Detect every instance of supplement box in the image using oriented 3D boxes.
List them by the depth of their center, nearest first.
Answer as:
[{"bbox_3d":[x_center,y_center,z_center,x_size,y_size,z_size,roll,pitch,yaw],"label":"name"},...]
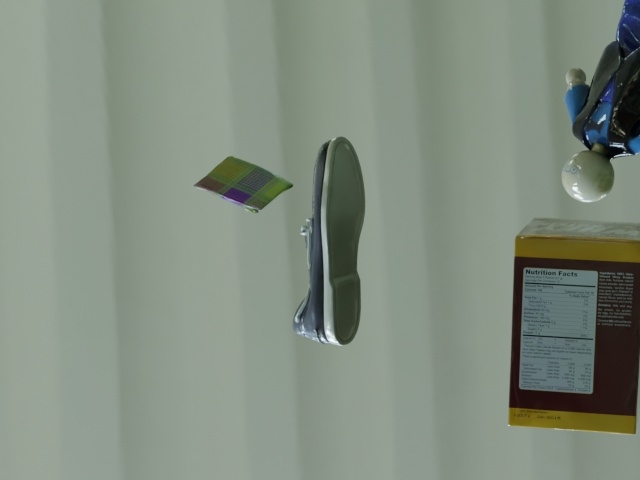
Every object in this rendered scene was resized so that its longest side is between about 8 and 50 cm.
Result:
[{"bbox_3d":[0.271,0.083,1.913,0.191,0.129,0.194,-28,-60,-76],"label":"supplement box"}]

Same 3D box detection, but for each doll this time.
[{"bbox_3d":[0.218,-0.115,1.313,0.046,0.129,0.189,25,-96,-37],"label":"doll"}]

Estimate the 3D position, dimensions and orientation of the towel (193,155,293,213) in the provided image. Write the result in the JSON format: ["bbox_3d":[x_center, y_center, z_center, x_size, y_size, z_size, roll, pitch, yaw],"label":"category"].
[{"bbox_3d":[-0.075,-0.055,1.800,0.060,0.083,0.009,-42,-38,-39],"label":"towel"}]

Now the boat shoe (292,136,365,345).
[{"bbox_3d":[0.000,0.000,1.829,0.075,0.065,0.206,-5,-83,-57],"label":"boat shoe"}]
